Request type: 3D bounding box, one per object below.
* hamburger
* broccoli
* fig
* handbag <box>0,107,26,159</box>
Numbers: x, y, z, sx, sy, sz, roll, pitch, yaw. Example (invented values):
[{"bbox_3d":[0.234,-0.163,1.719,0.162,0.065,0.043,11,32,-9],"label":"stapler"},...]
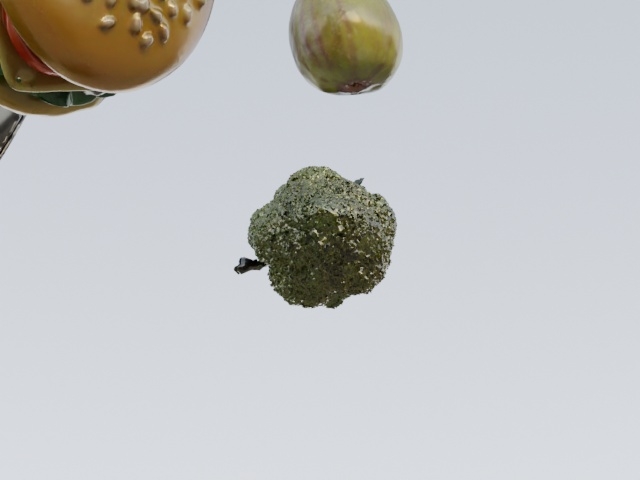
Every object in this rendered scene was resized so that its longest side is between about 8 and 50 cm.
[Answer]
[{"bbox_3d":[-0.130,-0.141,0.809,0.115,0.162,0.162,-5,-28,44],"label":"hamburger"},{"bbox_3d":[0.000,0.000,1.383,0.130,0.131,0.120,17,-19,-1],"label":"broccoli"},{"bbox_3d":[0.007,-0.182,1.239,0.093,0.166,0.093,-15,-37,-12],"label":"fig"},{"bbox_3d":[-0.388,-0.115,1.177,0.342,0.288,0.152,48,-28,-9],"label":"handbag"}]
